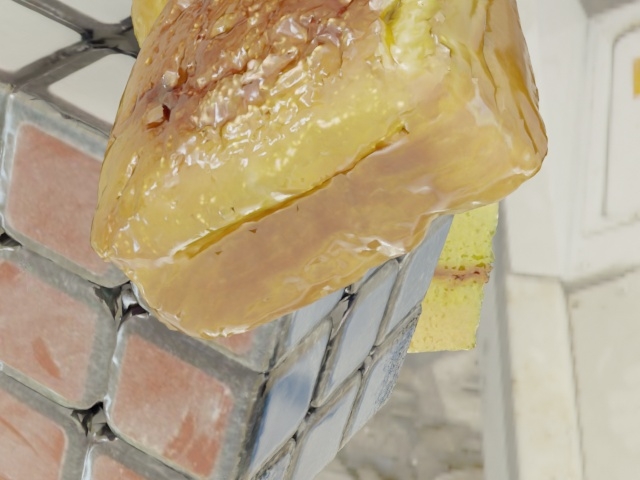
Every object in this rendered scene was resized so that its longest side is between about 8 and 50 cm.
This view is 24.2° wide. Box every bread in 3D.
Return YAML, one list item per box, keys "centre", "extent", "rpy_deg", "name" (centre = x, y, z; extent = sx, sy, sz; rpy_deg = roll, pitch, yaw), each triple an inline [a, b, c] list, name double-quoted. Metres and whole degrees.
- centre: [-0.010, -0.093, 0.473]
  extent: [0.139, 0.271, 0.077]
  rpy_deg: [-26, 129, 23]
  name: "bread"
- centre: [0.004, 0.001, 1.321]
  extent: [0.264, 0.163, 0.168]
  rpy_deg: [4, 110, -14]
  name: "bread"

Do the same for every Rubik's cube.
- centre: [-0.099, -0.003, 1.012]
  extent: [0.303, 0.301, 0.305]
  rpy_deg: [29, 124, 15]
  name: "Rubik's cube"
